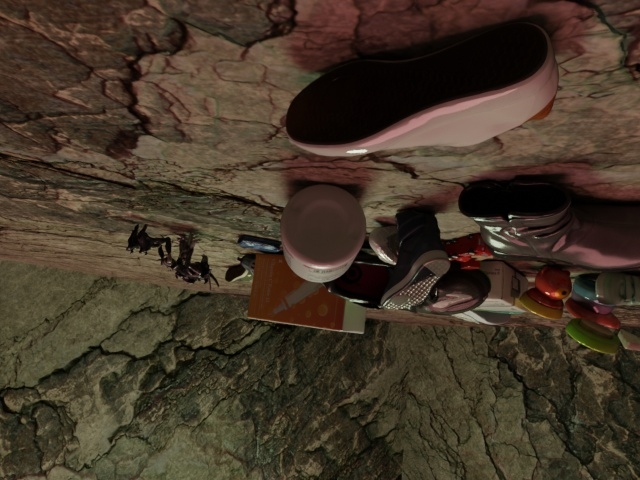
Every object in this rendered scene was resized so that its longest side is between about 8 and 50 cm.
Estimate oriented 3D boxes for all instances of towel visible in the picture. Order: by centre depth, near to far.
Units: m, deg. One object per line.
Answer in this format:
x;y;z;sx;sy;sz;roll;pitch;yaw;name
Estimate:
-0.178;0.012;1.536;0.119;0.029;0.067;11;168;-22;towel

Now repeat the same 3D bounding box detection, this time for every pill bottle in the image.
0.000;0.000;1.092;0.160;0.160;0.283;6;168;-1;pill bottle

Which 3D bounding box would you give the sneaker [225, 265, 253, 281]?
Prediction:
-0.302;0.138;2.081;0.086;0.064;0.192;19;160;-29;sneaker

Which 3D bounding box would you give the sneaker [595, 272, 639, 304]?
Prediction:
0.857;0.127;1.408;0.256;0.094;0.151;2;177;-32;sneaker

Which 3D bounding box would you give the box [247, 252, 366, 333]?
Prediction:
-0.036;0.166;1.685;0.345;0.215;0.168;3;171;28;box

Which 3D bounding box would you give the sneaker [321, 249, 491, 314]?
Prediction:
0.223;0.131;1.430;0.483;0.185;0.202;5;-164;0;sneaker

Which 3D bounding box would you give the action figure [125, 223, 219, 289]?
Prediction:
-0.401;0.037;1.520;0.276;0.141;0.164;32;153;-30;action figure

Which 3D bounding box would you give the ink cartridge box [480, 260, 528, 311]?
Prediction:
0.497;0.144;1.612;0.198;0.114;0.273;-3;165;35;ink cartridge box

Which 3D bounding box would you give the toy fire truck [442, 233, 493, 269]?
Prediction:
0.379;0.030;1.312;0.135;0.047;0.192;10;166;-21;toy fire truck

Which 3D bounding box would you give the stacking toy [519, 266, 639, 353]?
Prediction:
0.755;0.179;1.461;0.309;0.130;0.279;6;-158;-27;stacking toy

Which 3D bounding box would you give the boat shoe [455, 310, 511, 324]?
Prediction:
0.524;0.237;1.981;0.367;0.136;0.156;13;166;-16;boat shoe

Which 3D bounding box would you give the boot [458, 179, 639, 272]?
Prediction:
0.420;-0.029;0.888;0.338;0.118;0.223;-5;159;27;boot

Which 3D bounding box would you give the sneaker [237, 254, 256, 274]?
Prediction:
-0.197;0.095;1.870;0.098;0.083;0.224;23;174;32;sneaker

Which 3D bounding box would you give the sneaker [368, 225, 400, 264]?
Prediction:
0.170;0.023;1.291;0.115;0.090;0.232;1;166;38;sneaker

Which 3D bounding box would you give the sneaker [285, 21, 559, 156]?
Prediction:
0.102;-0.131;0.570;0.290;0.106;0.123;-3;162;31;sneaker

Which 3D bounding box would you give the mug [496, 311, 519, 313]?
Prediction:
0.631;0.198;1.835;0.129;0.097;0.158;9;168;-14;mug

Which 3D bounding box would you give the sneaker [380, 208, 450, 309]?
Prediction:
0.185;0.036;1.116;0.086;0.163;0.226;7;142;-22;sneaker
